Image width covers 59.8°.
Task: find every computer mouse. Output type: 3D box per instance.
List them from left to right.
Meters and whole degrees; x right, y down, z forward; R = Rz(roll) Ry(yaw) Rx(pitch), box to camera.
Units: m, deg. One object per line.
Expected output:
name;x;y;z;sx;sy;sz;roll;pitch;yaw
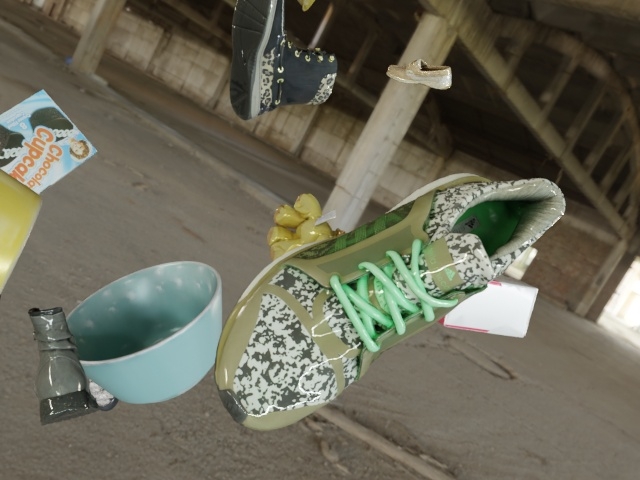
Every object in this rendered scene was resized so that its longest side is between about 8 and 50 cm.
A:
computer mouse;-0.524;0.293;1.364;0.071;0.242;0.041;-8;-17;6

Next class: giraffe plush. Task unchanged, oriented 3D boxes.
giraffe plush;0.000;0.000;1.331;0.210;0.181;0.170;-7;-30;39

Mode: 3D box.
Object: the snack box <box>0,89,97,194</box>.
snack box;-0.708;-0.183;1.283;0.187;0.322;0.060;52;-32;-17

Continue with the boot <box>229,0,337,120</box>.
boot;-0.052;-0.318;0.913;0.179;0.236;0.085;-17;47;-37

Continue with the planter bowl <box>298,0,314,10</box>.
planter bowl;-0.025;-0.629;1.222;0.090;0.217;0.217;28;9;-4

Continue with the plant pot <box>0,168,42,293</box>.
plant pot;-0.438;-0.022;0.566;0.239;0.254;0.254;28;8;-28

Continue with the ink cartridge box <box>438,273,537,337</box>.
ink cartridge box;0.270;0.095;1.087;0.172;0.100;0.237;10;8;-17

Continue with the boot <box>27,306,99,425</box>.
boot;-0.387;0.185;0.835;0.084;0.161;0.246;-9;-15;-26

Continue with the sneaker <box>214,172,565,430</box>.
sneaker;0.079;0.032;0.546;0.158;0.410;0.182;56;-23;-2

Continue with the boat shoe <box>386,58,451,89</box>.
boat shoe;0.249;-0.427;1.399;0.170;0.059;0.063;17;40;21

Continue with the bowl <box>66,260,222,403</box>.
bowl;-0.313;0.187;1.061;0.311;0.312;0.163;43;-27;59
